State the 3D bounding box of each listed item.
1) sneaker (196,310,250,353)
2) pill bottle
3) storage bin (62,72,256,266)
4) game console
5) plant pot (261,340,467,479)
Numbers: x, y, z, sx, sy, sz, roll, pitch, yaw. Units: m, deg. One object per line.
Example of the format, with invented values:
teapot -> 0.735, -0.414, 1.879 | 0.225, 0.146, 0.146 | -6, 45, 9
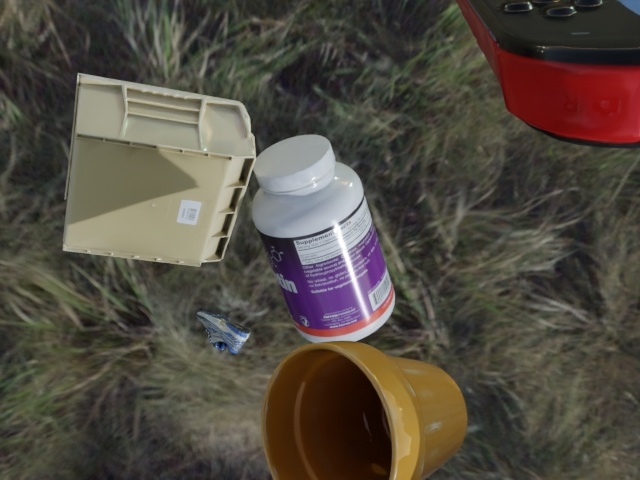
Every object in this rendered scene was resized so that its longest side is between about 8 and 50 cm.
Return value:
sneaker -> -0.193, 0.172, 1.598 | 0.052, 0.135, 0.058 | 20, 92, -47
pill bottle -> 0.000, 0.000, 1.374 | 0.181, 0.181, 0.323 | -26, 122, -11
storage bin -> -0.254, -0.096, 1.307 | 0.260, 0.262, 0.123 | 7, 48, -16
game console -> 0.290, -0.155, 0.544 | 0.386, 0.342, 0.060 | -3, 120, 4
plant pot -> 0.067, 0.214, 0.995 | 0.188, 0.205, 0.205 | 0, 80, -46
